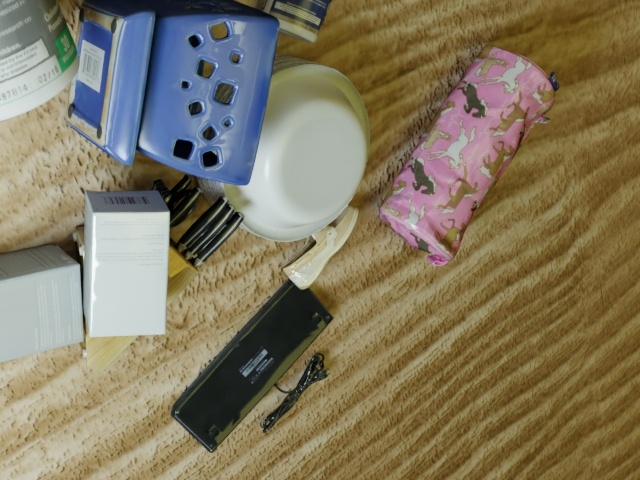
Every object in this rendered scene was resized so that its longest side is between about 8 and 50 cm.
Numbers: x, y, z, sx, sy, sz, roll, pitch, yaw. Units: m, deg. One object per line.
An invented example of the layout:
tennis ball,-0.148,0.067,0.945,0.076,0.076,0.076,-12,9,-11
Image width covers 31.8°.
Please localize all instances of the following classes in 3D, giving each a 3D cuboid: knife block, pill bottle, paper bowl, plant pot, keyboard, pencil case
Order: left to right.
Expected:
pill bottle,-0.436,-0.331,1.310,0.204,0.204,0.361,-33,126,-24
knife block,-0.236,0.045,1.654,0.242,0.088,0.275,-4,110,-18
plant pot,-0.213,-0.218,1.522,0.212,0.236,0.236,2,107,-31
keyboard,-0.096,0.229,1.919,0.317,0.033,0.201,-46,123,-12
paper bowl,-0.041,-0.136,1.738,0.284,0.148,0.284,-16,117,-34
pill bottle,-0.021,-0.391,1.682,0.094,0.094,0.169,16,98,-41
pencil case,0.257,-0.149,1.959,0.386,0.167,0.160,-55,163,-6

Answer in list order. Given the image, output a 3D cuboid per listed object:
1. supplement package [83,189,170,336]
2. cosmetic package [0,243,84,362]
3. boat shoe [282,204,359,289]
supplement package,-0.266,0.030,1.528,0.105,0.105,0.179,-1,109,-18
cosmetic package,-0.453,0.096,1.541,0.238,0.107,0.127,-10,114,-32
boat shoe,0.000,0.000,1.881,0.059,0.063,0.170,39,75,-16
